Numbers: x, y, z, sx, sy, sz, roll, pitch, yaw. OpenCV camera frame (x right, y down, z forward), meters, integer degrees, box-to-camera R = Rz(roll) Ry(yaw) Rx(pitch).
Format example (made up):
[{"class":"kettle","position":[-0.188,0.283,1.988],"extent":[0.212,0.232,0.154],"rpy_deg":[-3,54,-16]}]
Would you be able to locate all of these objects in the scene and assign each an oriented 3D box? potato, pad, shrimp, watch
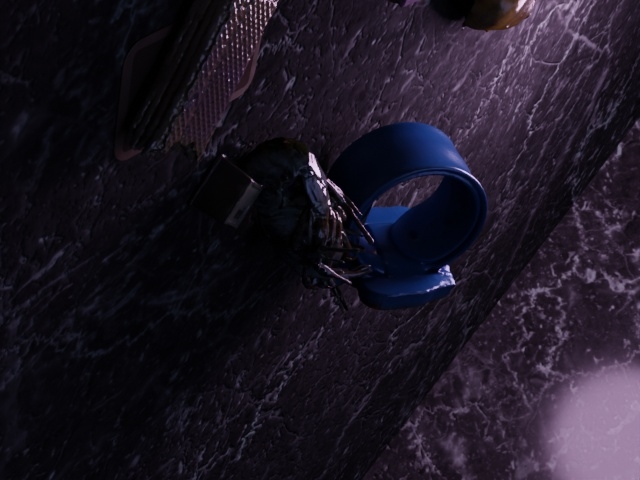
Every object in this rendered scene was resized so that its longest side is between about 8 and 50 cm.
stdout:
[{"class":"potato","position":[0.307,-0.395,2.192],"extent":[0.164,0.081,0.200],"rpy_deg":[-57,172,19]},{"class":"pad","position":[-0.154,-0.207,1.621],"extent":[0.266,0.002,0.176],"rpy_deg":[-36,151,-42]},{"class":"shrimp","position":[-0.001,-0.001,1.941],"extent":[0.137,0.172,0.372],"rpy_deg":[-30,131,10]},{"class":"watch","position":[0.095,-0.051,2.133],"extent":[0.305,0.241,0.274],"rpy_deg":[0,130,-26]}]

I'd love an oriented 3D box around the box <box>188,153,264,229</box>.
[{"class":"box","position":[-0.126,-0.063,1.805],"extent":[0.084,0.063,0.060],"rpy_deg":[-58,158,0]}]

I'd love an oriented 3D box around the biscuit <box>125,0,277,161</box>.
[{"class":"biscuit","position":[-0.140,-0.205,1.566],"extent":[0.239,0.062,0.108],"rpy_deg":[-62,156,10]}]

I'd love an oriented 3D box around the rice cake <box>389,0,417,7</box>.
[{"class":"rice cake","position":[0.189,-0.425,1.994],"extent":[0.298,0.050,0.106],"rpy_deg":[-32,149,-49]}]
